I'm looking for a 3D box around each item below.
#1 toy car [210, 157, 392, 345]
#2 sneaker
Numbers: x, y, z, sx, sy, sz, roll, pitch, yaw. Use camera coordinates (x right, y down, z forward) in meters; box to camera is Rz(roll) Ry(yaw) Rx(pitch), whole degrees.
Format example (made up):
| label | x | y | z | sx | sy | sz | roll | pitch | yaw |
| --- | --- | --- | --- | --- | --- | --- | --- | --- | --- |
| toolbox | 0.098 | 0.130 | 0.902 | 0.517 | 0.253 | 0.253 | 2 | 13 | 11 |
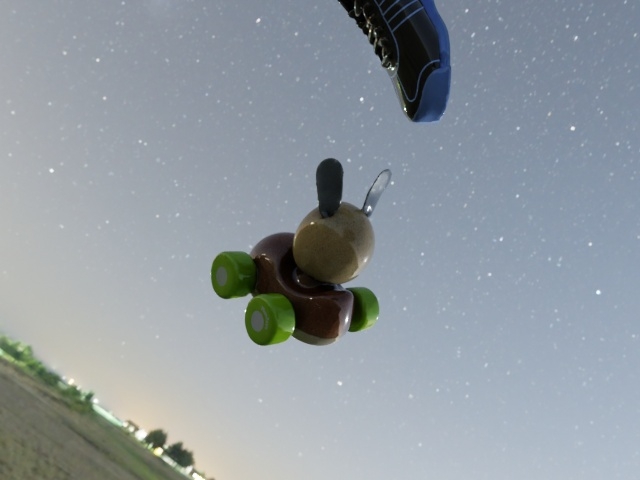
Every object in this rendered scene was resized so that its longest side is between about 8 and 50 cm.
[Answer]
| label | x | y | z | sx | sy | sz | roll | pitch | yaw |
| --- | --- | --- | --- | --- | --- | --- | --- | --- | --- |
| toy car | 0.000 | 0.000 | 0.590 | 0.149 | 0.154 | 0.189 | 44 | -60 | 37 |
| sneaker | 0.065 | -0.224 | 0.555 | 0.090 | 0.233 | 0.081 | -6 | -8 | -12 |
